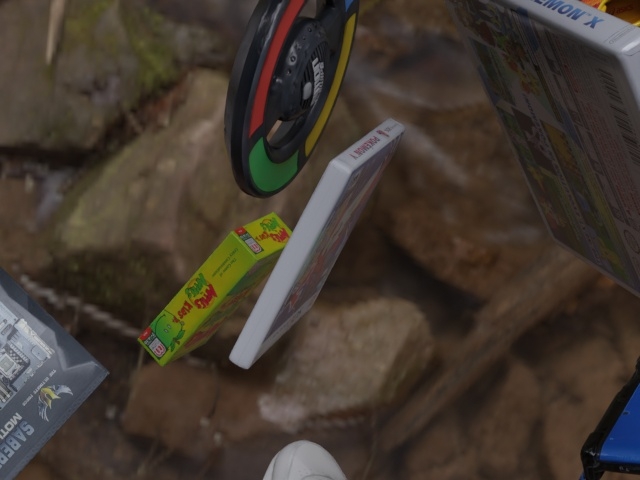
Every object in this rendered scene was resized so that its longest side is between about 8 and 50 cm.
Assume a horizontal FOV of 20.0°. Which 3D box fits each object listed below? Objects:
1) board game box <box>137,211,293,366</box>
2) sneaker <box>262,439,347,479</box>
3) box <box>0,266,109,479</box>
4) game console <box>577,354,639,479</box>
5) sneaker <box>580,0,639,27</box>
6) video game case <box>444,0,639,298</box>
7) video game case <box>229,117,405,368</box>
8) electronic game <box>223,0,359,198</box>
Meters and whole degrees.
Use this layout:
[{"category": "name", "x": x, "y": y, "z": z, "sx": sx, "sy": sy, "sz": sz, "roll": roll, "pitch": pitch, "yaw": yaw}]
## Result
[{"category": "board game box", "x": -0.110, "y": 0.053, "z": 1.944, "sx": 0.043, "sy": 0.181, "sz": 0.092, "roll": 47, "pitch": 30, "yaw": 9}, {"category": "sneaker", "x": 0.038, "y": 0.271, "z": 1.614, "sx": 0.114, "sy": 0.152, "sz": 0.305, "roll": 27, "pitch": 23, "yaw": -31}, {"category": "box", "x": -0.287, "y": 0.112, "z": 1.233, "sx": 0.183, "sy": 0.059, "sz": 0.232, "roll": 46, "pitch": 75, "yaw": -18}, {"category": "game console", "x": 0.379, "y": 0.219, "z": 1.940, "sx": 0.250, "sy": 0.173, "sz": 0.293, "roll": 3, "pitch": 30, "yaw": 29}, {"category": "sneaker", "x": 0.274, "y": -0.227, "z": 1.925, "sx": 0.175, "sy": 0.067, "sz": 0.064, "roll": -27, "pitch": 96, "yaw": 7}, {"category": "video game case", "x": 0.234, "y": -0.076, "z": 1.543, "sx": 0.036, "sy": 0.329, "sz": 0.300, "roll": -35, "pitch": 32, "yaw": -10}, {"category": "video game case", "x": 0.000, "y": 0.000, "z": 1.562, "sx": 0.023, "sy": 0.201, "sz": 0.183, "roll": 30, "pitch": 21, "yaw": 8}, {"category": "electronic game", "x": -0.020, "y": -0.145, "z": 1.544, "sx": 0.048, "sy": 0.229, "sz": 0.229, "roll": 20, "pitch": 52, "yaw": 16}]
